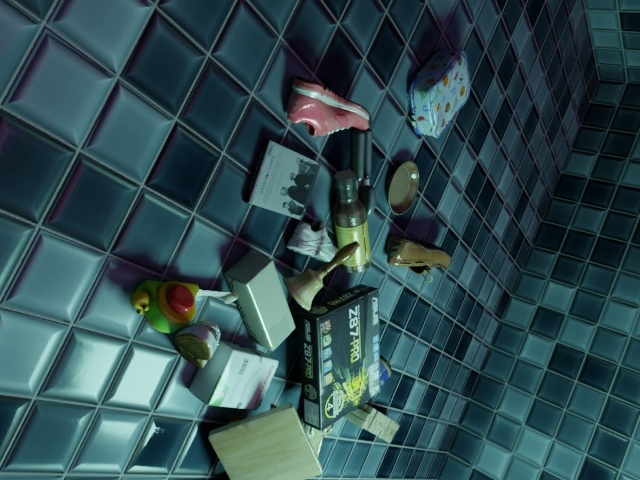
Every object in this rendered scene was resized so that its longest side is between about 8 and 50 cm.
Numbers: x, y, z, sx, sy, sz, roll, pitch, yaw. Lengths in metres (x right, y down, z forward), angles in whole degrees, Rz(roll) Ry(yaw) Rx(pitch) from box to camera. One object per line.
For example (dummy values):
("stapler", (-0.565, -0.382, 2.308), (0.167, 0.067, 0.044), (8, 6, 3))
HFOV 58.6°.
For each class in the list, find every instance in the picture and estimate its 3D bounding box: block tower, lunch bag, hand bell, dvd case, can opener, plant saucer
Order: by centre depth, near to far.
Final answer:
("dvd case", (-0.101, -0.164, 1.587), (0.238, 0.029, 0.179), (16, 93, -53))
("hand bell", (0.017, 0.082, 1.689), (0.242, 0.126, 0.126), (-40, 142, 5))
("can opener", (0.144, -0.219, 1.834), (0.074, 0.093, 0.281), (-24, 119, -43))
("lunch bag", (0.423, -0.517, 2.033), (0.303, 0.115, 0.243), (-50, 141, -27))
("plant saucer", (0.292, -0.193, 2.073), (0.198, 0.036, 0.199), (-27, 126, -43))
("block tower", (0.222, 0.752, 2.365), (0.091, 0.097, 0.335), (-60, 144, -13))

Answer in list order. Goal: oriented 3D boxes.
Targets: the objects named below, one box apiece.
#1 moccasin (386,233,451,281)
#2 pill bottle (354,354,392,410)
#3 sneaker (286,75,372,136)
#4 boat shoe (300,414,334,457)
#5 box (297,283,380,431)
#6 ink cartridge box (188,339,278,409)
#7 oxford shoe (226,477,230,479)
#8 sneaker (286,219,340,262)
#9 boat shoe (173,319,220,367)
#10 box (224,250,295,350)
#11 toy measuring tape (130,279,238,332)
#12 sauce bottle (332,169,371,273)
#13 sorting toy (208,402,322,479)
("moccasin", (0.389, 0.075, 2.232), (0.380, 0.139, 0.147), (11, 98, -53))
("pill bottle", (0.164, 0.538, 2.168), (0.219, 0.122, 0.123), (-39, 134, -35))
("sneaker", (0.017, -0.351, 1.611), (0.313, 0.116, 0.136), (13, 106, -47))
("boat shoe", (-0.009, 0.638, 1.979), (0.109, 0.098, 0.302), (0, 98, -60))
("box", (0.068, 0.376, 1.878), (0.318, 0.097, 0.395), (-18, 112, -47))
("ink cartridge box", (-0.239, 0.379, 1.602), (0.219, 0.092, 0.160), (32, 81, -54))
("oxford shoe", (-0.293, 0.773, 1.725), (0.348, 0.123, 0.130), (42, 46, -51))
("sneaker", (0.000, 0.000, 1.745), (0.232, 0.090, 0.115), (22, 85, -55))
("boat shoe", (-0.291, 0.236, 1.391), (0.096, 0.098, 0.277), (-57, -178, -25))
("box", (-0.166, 0.173, 1.602), (0.113, 0.094, 0.275), (-43, 135, -33))
("toy measuring tape", (-0.316, 0.167, 1.383), (0.330, 0.121, 0.121), (15, 93, -54))
("sauce bottle", (0.098, -0.058, 1.822), (0.111, 0.111, 0.345), (-36, 132, -37))
("sorting toy", (-0.159, 0.603, 1.682), (0.257, 0.089, 0.256), (-20, 111, 3))
